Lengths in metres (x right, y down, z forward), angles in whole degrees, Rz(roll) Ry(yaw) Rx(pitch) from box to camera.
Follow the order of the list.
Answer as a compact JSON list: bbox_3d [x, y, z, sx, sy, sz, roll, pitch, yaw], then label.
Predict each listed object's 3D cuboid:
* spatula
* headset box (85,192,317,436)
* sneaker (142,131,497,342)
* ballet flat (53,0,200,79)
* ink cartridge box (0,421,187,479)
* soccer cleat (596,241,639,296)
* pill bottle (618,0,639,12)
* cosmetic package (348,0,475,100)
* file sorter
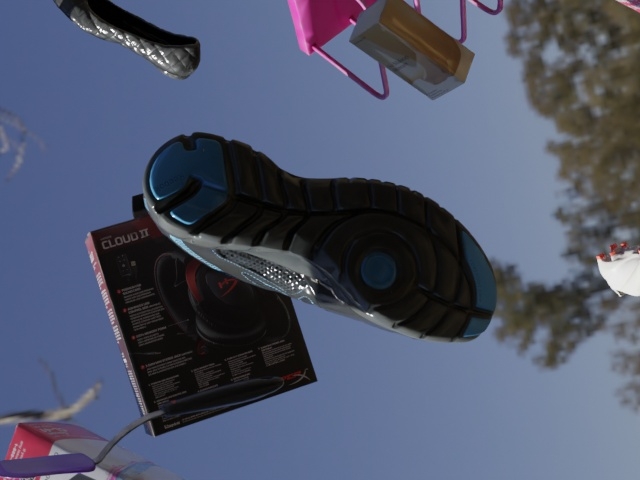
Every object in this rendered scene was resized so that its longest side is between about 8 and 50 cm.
[{"bbox_3d":[-0.171,0.182,1.303,0.084,0.296,0.030,6,114,70],"label":"spatula"},{"bbox_3d":[-0.156,0.072,1.687,0.110,0.218,0.293,156,96,-75],"label":"headset box"},{"bbox_3d":[0.000,0.000,1.241,0.139,0.340,0.125,132,162,-74],"label":"sneaker"},{"bbox_3d":[-0.198,-0.225,1.384,0.049,0.173,0.057,-63,-3,37],"label":"ballet flat"},{"bbox_3d":[-0.270,0.383,1.680,0.131,0.306,0.226,20,-91,-56],"label":"ink cartridge box"},{"bbox_3d":[0.449,0.038,1.827,0.076,0.068,0.196,59,161,-7],"label":"soccer cleat"},{"bbox_3d":[0.472,-0.323,1.492,0.407,0.229,0.229,23,-139,-15],"label":"pill bottle"},{"bbox_3d":[0.093,-0.196,1.371,0.115,0.060,0.041,31,-118,-20],"label":"cosmetic package"},{"bbox_3d":[0.122,-0.351,1.731,0.182,0.290,0.202,42,162,31],"label":"file sorter"}]
